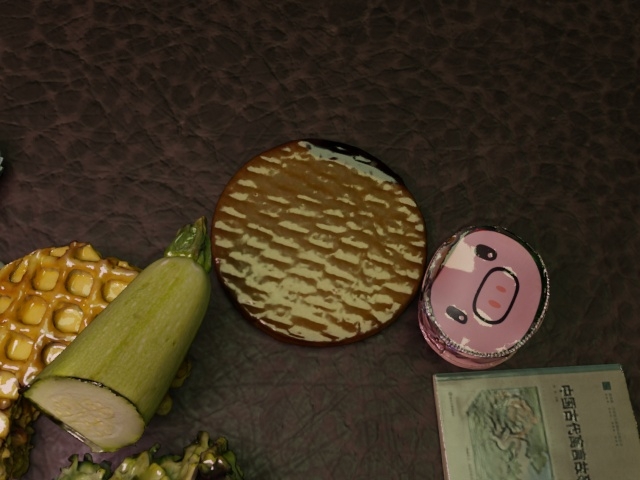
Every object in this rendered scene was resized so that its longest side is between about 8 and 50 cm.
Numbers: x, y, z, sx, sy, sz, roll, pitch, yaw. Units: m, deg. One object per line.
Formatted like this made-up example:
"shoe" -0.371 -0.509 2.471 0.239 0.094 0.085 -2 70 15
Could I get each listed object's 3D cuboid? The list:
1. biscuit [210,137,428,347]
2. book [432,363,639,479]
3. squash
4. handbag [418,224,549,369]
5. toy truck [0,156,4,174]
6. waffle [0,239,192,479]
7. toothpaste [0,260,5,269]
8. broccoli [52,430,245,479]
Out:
"biscuit" 0.000 0.000 1.137 0.318 0.040 0.317 2 70 -6
"book" 0.304 0.281 1.093 0.283 0.025 0.214 -3 71 -7
"squash" -0.185 0.101 0.890 0.137 0.137 0.287 37 66 5
"handbag" 0.226 0.080 1.100 0.179 0.116 0.205 28 71 3
"toy truck" -0.552 -0.009 1.019 0.184 0.133 0.338 20 67 -18
"waffle" -0.334 0.148 0.988 0.324 0.151 0.261 -26 80 -16
"toothpaste" -0.472 0.045 0.977 0.038 0.233 0.060 -41 74 21
"broccoli" -0.169 0.388 0.891 0.272 0.324 0.334 -9 78 34
